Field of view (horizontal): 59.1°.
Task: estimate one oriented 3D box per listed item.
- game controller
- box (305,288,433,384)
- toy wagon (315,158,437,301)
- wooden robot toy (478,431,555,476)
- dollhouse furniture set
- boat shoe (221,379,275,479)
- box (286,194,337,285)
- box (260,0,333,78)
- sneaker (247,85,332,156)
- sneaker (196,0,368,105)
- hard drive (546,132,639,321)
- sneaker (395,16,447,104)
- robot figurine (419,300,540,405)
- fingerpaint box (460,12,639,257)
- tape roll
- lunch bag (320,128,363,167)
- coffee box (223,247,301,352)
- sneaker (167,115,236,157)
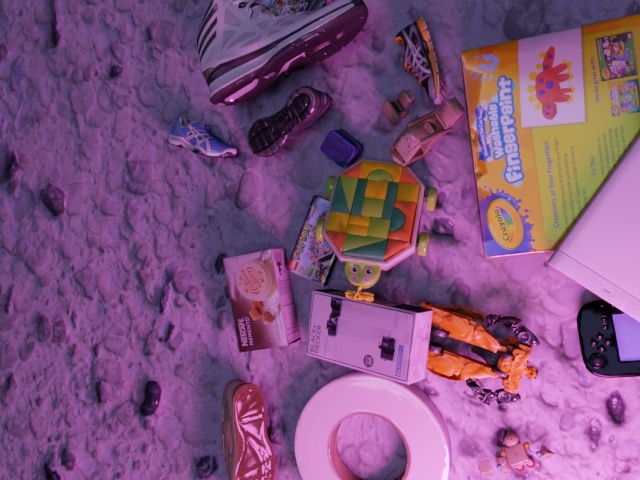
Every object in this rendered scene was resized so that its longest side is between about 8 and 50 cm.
[{"bbox_3d":[0.719,0.198,1.193,0.319,0.067,0.167,-8,88,18],"label":"game controller"},{"bbox_3d":[0.109,0.221,1.344,0.289,0.087,0.169,10,94,36],"label":"box"},{"bbox_3d":[0.123,-0.028,1.328,0.267,0.068,0.345,8,68,15],"label":"toy wagon"},{"bbox_3d":[0.443,0.485,1.303,0.173,0.076,0.079,-26,48,17],"label":"wooden robot toy"},{"bbox_3d":[0.206,-0.288,1.284,0.101,0.182,0.161,-28,78,-23],"label":"dollhouse furniture set"},{"bbox_3d":[-0.199,0.541,1.492,0.110,0.121,0.341,-6,85,56],"label":"boat shoe"},{"bbox_3d":[0.000,0.000,1.445,0.114,0.036,0.207,23,98,17],"label":"box"},{"bbox_3d":[-0.092,-0.563,1.463,0.159,0.044,0.233,36,101,14],"label":"box"},{"bbox_3d":[-0.077,-0.294,1.441,0.267,0.106,0.101,-28,87,37],"label":"sneaker"},{"bbox_3d":[-0.123,-0.534,1.360,0.447,0.169,0.258,-22,86,20],"label":"sneaker"},{"bbox_3d":[0.632,-0.038,1.059,0.233,0.047,0.353,35,100,14],"label":"hard drive"},{"bbox_3d":[0.241,-0.417,1.340,0.083,0.084,0.215,-18,76,20],"label":"sneaker"},{"bbox_3d":[0.354,0.252,1.306,0.290,0.085,0.211,19,97,18],"label":"robot figurine"},{"bbox_3d":[0.512,-0.203,1.205,0.370,0.163,0.445,-8,88,18],"label":"fingerpaint box"},{"bbox_3d":[0.126,0.517,1.394,0.391,0.072,0.392,0,90,19],"label":"tape roll"},{"bbox_3d":[0.052,-0.233,1.411,0.098,0.065,0.067,42,118,12],"label":"lunch bag"},{"bbox_3d":[-0.151,0.153,1.465,0.141,0.098,0.247,-10,87,18],"label":"coffee box"},{"bbox_3d":[-0.319,-0.275,1.525,0.211,0.080,0.081,20,100,16],"label":"sneaker"}]
